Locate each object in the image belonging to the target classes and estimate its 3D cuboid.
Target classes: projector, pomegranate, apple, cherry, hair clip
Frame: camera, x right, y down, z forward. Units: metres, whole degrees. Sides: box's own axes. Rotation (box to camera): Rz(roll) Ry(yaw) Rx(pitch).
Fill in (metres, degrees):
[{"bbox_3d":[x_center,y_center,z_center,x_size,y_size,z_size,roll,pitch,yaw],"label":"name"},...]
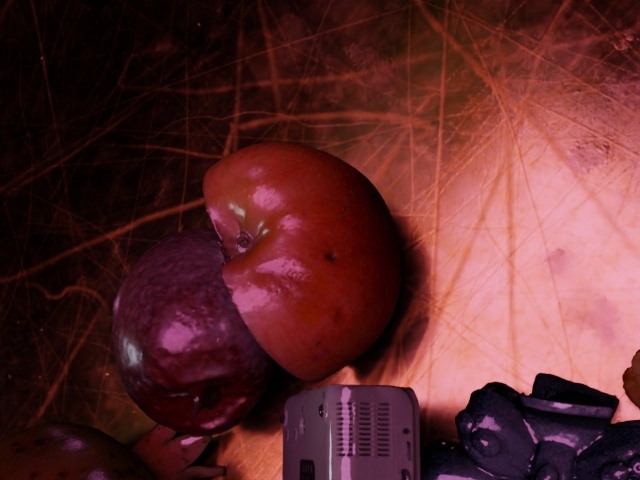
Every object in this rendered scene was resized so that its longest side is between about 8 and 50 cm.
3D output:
[{"bbox_3d":[0.025,0.263,1.031,0.108,0.250,0.198,4,77,-12],"label":"projector"},{"bbox_3d":[-0.291,0.348,1.155,0.290,0.323,0.291,10,113,25],"label":"pomegranate"},{"bbox_3d":[0.000,0.000,1.098,0.163,0.251,0.293,-30,67,17],"label":"apple"},{"bbox_3d":[-0.152,0.105,1.146,0.202,0.230,0.300,-5,48,0],"label":"cherry"},{"bbox_3d":[0.252,0.253,0.998,0.310,0.194,0.207,12,94,20],"label":"hair clip"}]

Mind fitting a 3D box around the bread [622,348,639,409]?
[{"bbox_3d":[0.474,0.239,0.962,0.367,0.077,0.084,40,94,23],"label":"bread"}]
